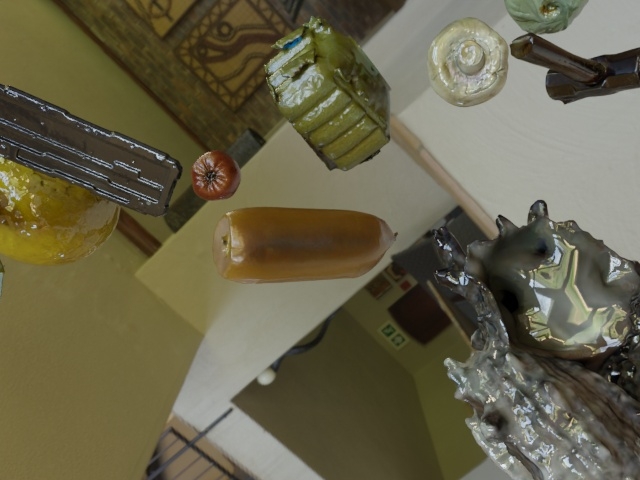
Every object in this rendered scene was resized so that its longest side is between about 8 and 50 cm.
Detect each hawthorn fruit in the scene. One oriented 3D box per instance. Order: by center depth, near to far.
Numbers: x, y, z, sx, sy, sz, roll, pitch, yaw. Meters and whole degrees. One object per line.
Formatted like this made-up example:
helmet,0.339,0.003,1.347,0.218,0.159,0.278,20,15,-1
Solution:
hawthorn fruit,-0.258,-0.162,1.290,0.125,0.125,0.140,41,-160,-30

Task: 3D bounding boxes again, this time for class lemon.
lemon,-0.587,-0.082,1.135,0.297,0.297,0.297,45,-168,-13

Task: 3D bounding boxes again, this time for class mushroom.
mushroom,0.269,-0.322,0.953,0.154,0.154,0.122,48,-167,1

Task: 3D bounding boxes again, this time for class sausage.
sausage,0.000,0.006,0.800,0.328,0.112,0.112,-1,-140,-30

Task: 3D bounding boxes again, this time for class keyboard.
keyboard,-0.323,-0.116,0.710,0.262,0.106,0.016,23,-154,-13

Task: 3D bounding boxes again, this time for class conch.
conch,0.192,0.119,0.459,0.240,0.186,0.313,8,-111,-47

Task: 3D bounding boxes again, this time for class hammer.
hammer,0.572,-0.403,1.214,0.408,0.096,0.242,-2,-177,-37

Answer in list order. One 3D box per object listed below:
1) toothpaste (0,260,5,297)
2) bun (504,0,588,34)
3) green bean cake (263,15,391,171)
toothpaste,-0.621,-0.007,0.895,0.089,0.071,0.313,-5,-143,-41
bun,0.534,-0.567,1.228,0.195,0.195,0.118,37,-133,-41
green bean cake,0.029,-0.345,1.139,0.310,0.202,0.285,38,-149,-47
